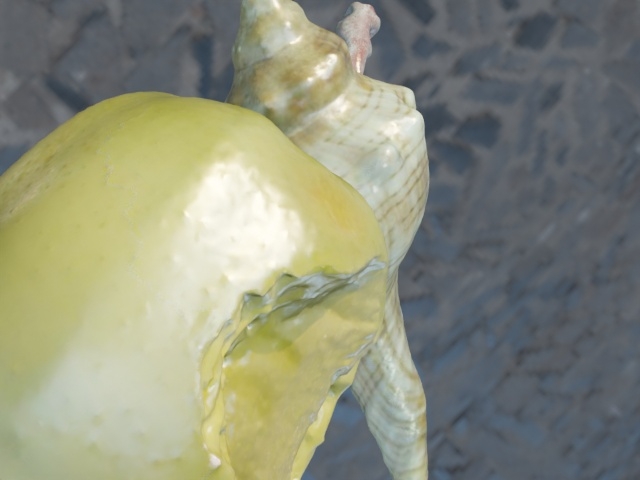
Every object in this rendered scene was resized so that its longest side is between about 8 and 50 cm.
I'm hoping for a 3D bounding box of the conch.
[{"bbox_3d":[-0.013,0.000,1.264,0.169,0.203,0.386,-5,107,-15],"label":"conch"}]

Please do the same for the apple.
[{"bbox_3d":[-0.094,0.056,0.998,0.279,0.279,0.279,-29,144,-24],"label":"apple"}]

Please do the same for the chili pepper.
[{"bbox_3d":[0.029,-0.181,1.672,0.153,0.041,0.050,-73,165,-51],"label":"chili pepper"}]
